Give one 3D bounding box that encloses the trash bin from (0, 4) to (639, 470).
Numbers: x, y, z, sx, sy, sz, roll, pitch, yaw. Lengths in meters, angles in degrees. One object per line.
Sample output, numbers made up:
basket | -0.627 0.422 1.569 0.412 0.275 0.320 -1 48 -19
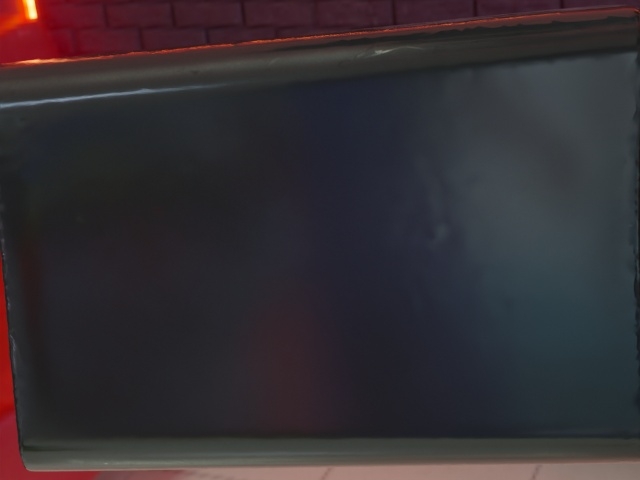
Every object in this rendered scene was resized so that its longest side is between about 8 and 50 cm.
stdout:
trash bin | 0.000 0.000 0.478 0.226 0.165 0.115 -4 10 -3
